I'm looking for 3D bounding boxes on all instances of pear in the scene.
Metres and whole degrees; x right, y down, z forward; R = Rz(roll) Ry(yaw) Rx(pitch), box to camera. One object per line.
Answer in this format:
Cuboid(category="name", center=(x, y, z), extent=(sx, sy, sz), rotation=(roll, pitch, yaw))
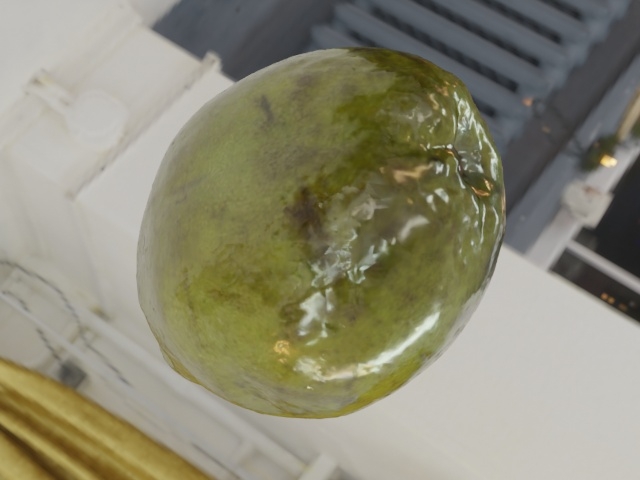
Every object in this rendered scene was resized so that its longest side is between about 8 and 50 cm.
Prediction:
Cuboid(category="pear", center=(0.000, 0.000, 1.179), extent=(0.413, 0.352, 0.352), rotation=(-31, 179, 36))
